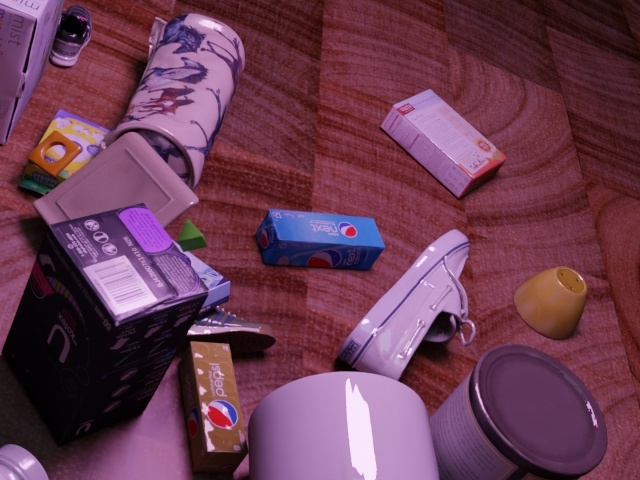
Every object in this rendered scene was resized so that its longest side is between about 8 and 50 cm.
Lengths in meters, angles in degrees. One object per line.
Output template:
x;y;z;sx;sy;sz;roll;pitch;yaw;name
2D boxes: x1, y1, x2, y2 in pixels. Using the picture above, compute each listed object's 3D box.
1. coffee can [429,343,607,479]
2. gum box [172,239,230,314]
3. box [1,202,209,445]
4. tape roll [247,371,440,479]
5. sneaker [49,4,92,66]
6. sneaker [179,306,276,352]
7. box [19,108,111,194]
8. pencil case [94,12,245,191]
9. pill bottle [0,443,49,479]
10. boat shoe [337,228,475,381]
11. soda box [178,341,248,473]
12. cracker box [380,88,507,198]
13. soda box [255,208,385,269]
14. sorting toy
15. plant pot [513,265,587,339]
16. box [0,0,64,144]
0.234;0.304;1.384;0.202;0.275;0.201;18;42;-17;coffee can
-0.251;0.058;1.454;0.157;0.041;0.184;-24;44;-39;gum box
-0.280;0.107;1.262;0.143;0.270;0.165;-18;60;-43;box
0.029;0.307;1.277;0.246;0.246;0.169;15;43;-19;tape roll
-0.450;-0.391;1.816;0.063;0.074;0.170;20;41;-14;sneaker
-0.162;0.117;1.487;0.192;0.064;0.086;3;53;-26;sneaker
-0.408;-0.131;1.604;0.105;0.043;0.179;22;42;-11;box
-0.256;-0.233;1.714;0.184;0.160;0.410;15;41;-3;pencil case
-0.394;0.313;1.109;0.108;0.108;0.180;39;40;9;pill bottle
0.187;0.122;1.652;0.156;0.136;0.367;39;43;9;boat shoe
-0.152;0.231;1.384;0.061;0.058;0.181;8;45;-26;soda box
0.259;-0.206;2.085;0.232;0.067;0.156;45;41;14;cracker box
0.000;0.000;1.709;0.210;0.067;0.071;4;48;-29;soda box
-0.303;-0.051;1.476;0.196;0.047;0.347;-37;61;-12;sorting toy
0.445;0.104;1.863;0.134;0.095;0.134;17;43;-17;plant pot
-0.497;-0.328;1.578;0.127;0.262;0.231;21;42;-12;box
